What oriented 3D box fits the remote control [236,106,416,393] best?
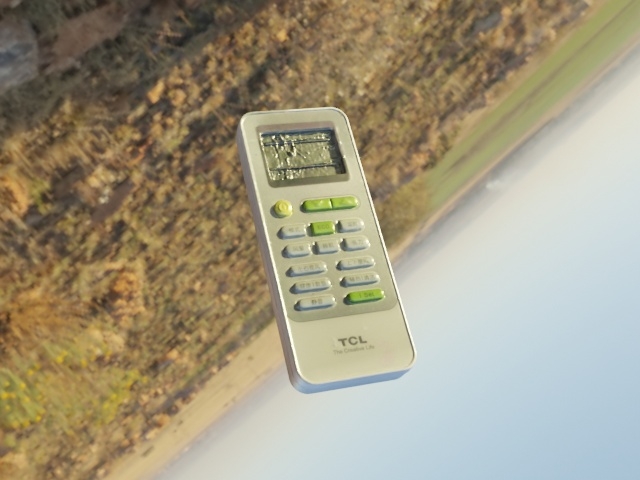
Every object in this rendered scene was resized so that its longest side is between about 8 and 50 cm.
[{"bbox_3d":[0.000,0.000,0.680,0.103,0.250,0.034,-5,154,-17],"label":"remote control"}]
